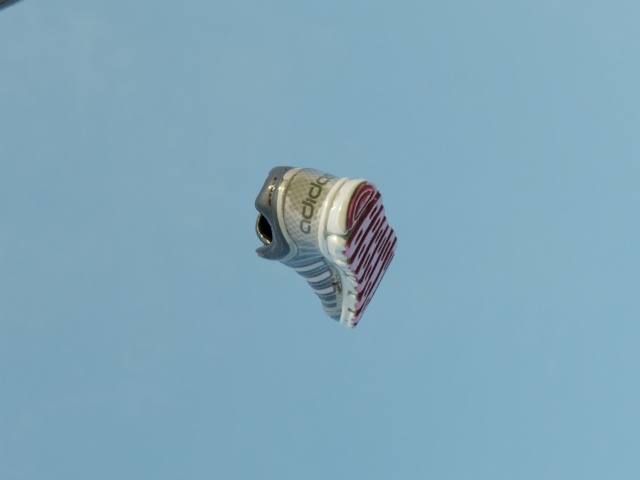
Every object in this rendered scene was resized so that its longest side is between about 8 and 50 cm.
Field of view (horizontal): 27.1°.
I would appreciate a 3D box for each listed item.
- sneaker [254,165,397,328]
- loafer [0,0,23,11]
[{"bbox_3d":[0.000,0.000,0.812,0.074,0.170,0.063,23,-107,15],"label":"sneaker"},{"bbox_3d":[-0.044,-0.107,0.305,0.223,0.078,0.076,-26,-95,0],"label":"loafer"}]
